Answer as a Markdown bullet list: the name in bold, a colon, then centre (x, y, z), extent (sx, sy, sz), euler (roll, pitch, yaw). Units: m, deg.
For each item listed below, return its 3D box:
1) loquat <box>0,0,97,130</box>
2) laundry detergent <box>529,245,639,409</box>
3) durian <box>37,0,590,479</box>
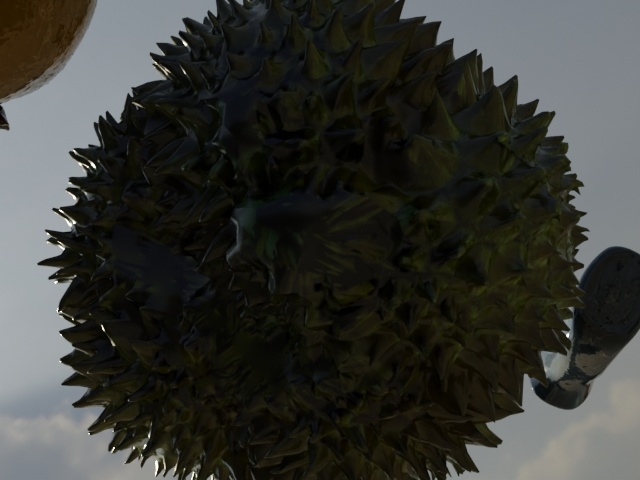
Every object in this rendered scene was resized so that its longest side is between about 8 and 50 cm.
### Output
- **loquat**: centre (-0.240, -0.168, 0.914), extent (0.208, 0.208, 0.208), euler (-30, -30, -19)
- **laundry detergent**: centre (0.225, 0.085, 1.254), extent (0.206, 0.061, 0.097), euler (104, -172, -64)
- **durian**: centre (0.002, -0.002, 0.717), extent (0.224, 0.291, 0.291), euler (-3, -46, -46)
